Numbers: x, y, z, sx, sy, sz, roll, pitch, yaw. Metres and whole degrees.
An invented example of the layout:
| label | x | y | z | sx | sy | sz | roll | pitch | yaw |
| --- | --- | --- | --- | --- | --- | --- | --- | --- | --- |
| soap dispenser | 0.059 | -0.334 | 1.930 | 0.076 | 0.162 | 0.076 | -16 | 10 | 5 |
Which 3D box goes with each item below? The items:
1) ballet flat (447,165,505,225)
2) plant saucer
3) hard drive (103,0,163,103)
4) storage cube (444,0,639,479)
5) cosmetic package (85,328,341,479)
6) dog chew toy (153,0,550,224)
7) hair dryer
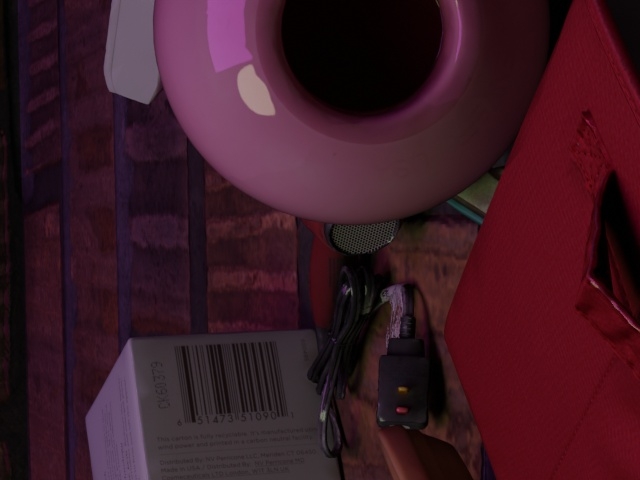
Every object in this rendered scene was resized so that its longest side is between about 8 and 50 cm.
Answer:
| label | x | y | z | sx | sy | sz | roll | pitch | yaw |
| --- | --- | --- | --- | --- | --- | --- | --- | --- | --- |
| ballet flat | 0.120 | -0.013 | 0.884 | 0.052 | 0.057 | 0.168 | -59 | 29 | 6 |
| plant saucer | 0.085 | 0.187 | 0.901 | 0.200 | 0.037 | 0.200 | 158 | 90 | -88 |
| hard drive | -0.048 | -0.242 | 1.086 | 0.307 | 0.040 | 0.203 | -58 | -15 | -54 |
| storage cube | 0.162 | 0.040 | 0.515 | 0.193 | 0.215 | 0.184 | 105 | 155 | -53 |
| cosmetic package | -0.087 | 0.172 | 1.315 | 0.184 | 0.151 | 0.151 | 124 | 140 | -60 |
| dog chew toy | 0.009 | -0.122 | 0.964 | 0.332 | 0.206 | 0.207 | -124 | 35 | -80 |
| hair dryer | 0.000 | 0.000 | 1.164 | 0.223 | 0.080 | 0.293 | 153 | 115 | -69 |
